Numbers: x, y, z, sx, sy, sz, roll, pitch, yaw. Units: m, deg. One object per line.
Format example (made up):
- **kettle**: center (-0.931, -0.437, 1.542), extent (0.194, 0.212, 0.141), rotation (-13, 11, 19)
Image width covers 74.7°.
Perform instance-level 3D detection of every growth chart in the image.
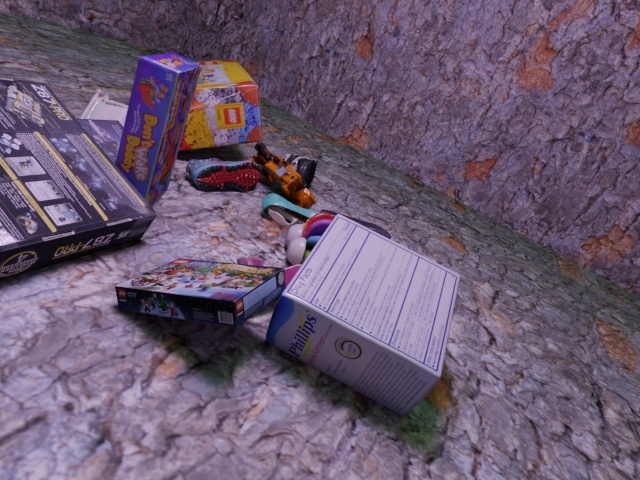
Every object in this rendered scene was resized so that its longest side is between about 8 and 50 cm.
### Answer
- **growth chart**: center (-0.606, -0.337, 1.234), extent (0.237, 0.172, 0.021), rotation (25, -14, 7)

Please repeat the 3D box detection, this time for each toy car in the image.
- **toy car**: center (0.000, 0.000, 1.089), extent (0.159, 0.136, 0.182), rotation (18, 24, -15)

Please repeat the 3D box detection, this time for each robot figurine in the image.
- **robot figurine**: center (-0.138, -0.222, 1.437), extent (0.291, 0.085, 0.211), rotation (42, -8, 41)

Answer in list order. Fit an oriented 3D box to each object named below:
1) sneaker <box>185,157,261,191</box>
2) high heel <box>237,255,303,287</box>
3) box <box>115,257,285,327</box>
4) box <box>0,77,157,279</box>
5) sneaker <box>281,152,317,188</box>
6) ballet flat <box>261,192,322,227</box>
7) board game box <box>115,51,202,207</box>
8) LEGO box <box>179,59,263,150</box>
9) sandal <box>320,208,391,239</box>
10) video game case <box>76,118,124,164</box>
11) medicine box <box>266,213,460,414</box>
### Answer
- **sneaker**: center (-0.303, -0.226, 1.329), extent (0.125, 0.104, 0.262), rotation (36, 25, 30)
- **high heel**: center (-0.073, 0.108, 0.900), extent (0.244, 0.082, 0.117), rotation (20, 51, -47)
- **box**: center (-0.199, 0.081, 0.715), extent (0.233, 0.044, 0.159), rotation (3, 16, 21)
- **box**: center (-0.548, -0.137, 0.760), extent (0.395, 0.097, 0.318), rotation (48, 28, 6)
- **sneaker**: center (-0.096, -0.273, 1.624), extent (0.146, 0.122, 0.330), rotation (16, 11, -3)
- **ballet flat**: center (-0.065, -0.056, 1.246), extent (0.247, 0.083, 0.087), rotation (24, 47, 1)
- **board game box**: center (-0.384, -0.245, 0.977), extent (0.078, 0.347, 0.233), rotation (20, 24, -12)
- **LEGO box**: center (-0.443, -0.507, 1.525), extent (0.373, 0.193, 0.500), rotation (-10, 34, -14)
- **sandal**: center (0.116, -0.042, 1.419), extent (0.255, 0.054, 0.097), rotation (19, 14, 14)
- **video game case**: center (-0.584, -0.233, 1.075), extent (0.196, 0.026, 0.274), rotation (53, 27, 6)
- **medicine box**: center (0.090, 0.126, 0.801), extent (0.289, 0.149, 0.263), rotation (27, 41, 7)
